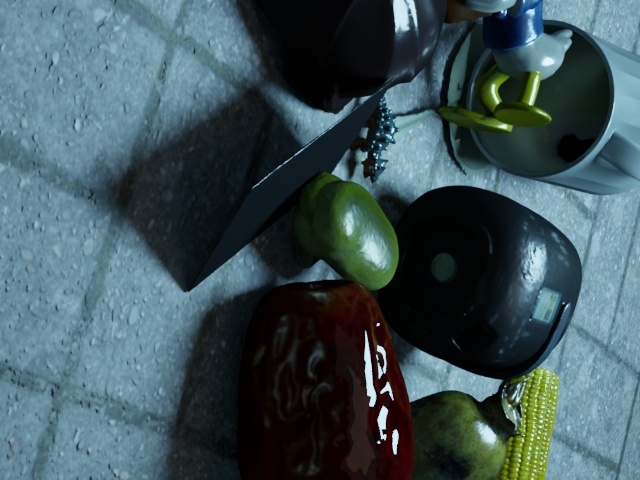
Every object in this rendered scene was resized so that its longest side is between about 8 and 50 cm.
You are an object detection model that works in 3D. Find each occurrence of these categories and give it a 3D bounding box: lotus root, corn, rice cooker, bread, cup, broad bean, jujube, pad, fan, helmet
[{"bbox_3d":[0.178,0.281,1.833,0.154,0.278,0.154,56,15,-23],"label":"lotus root"},{"bbox_3d":[0.338,0.324,2.210,0.093,0.093,0.244,22,76,-55],"label":"corn"},{"bbox_3d":[0.217,0.058,1.843,0.224,0.267,0.267,16,83,-54],"label":"rice cooker"},{"bbox_3d":[0.000,0.000,1.702,0.083,0.036,0.047,-34,131,-49],"label":"bread"},{"bbox_3d":[0.427,-0.175,2.035,0.327,0.323,0.237,7,118,-58],"label":"cup"},{"bbox_3d":[0.031,-0.012,1.654,0.174,0.082,0.124,37,52,-50],"label":"broad bean"},{"bbox_3d":[0.004,0.209,1.616,0.223,0.223,0.318,-12,98,-54],"label":"jujube"},{"bbox_3d":[-0.032,-0.068,1.553,0.300,0.005,0.202,-41,170,-43],"label":"pad"},{"bbox_3d":[0.199,-0.200,1.971,0.415,0.012,0.233,-20,111,-55],"label":"fan"},{"bbox_3d":[0.063,-0.289,1.616,0.305,0.177,0.225,55,50,-43],"label":"helmet"}]

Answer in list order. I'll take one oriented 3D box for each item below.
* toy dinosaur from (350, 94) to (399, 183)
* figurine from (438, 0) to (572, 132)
[{"bbox_3d":[0.076,-0.152,1.765,0.049,0.055,0.154,1,100,-54],"label":"toy dinosaur"},{"bbox_3d":[0.240,-0.345,1.826,0.283,0.204,0.338,25,80,-39],"label":"figurine"}]
